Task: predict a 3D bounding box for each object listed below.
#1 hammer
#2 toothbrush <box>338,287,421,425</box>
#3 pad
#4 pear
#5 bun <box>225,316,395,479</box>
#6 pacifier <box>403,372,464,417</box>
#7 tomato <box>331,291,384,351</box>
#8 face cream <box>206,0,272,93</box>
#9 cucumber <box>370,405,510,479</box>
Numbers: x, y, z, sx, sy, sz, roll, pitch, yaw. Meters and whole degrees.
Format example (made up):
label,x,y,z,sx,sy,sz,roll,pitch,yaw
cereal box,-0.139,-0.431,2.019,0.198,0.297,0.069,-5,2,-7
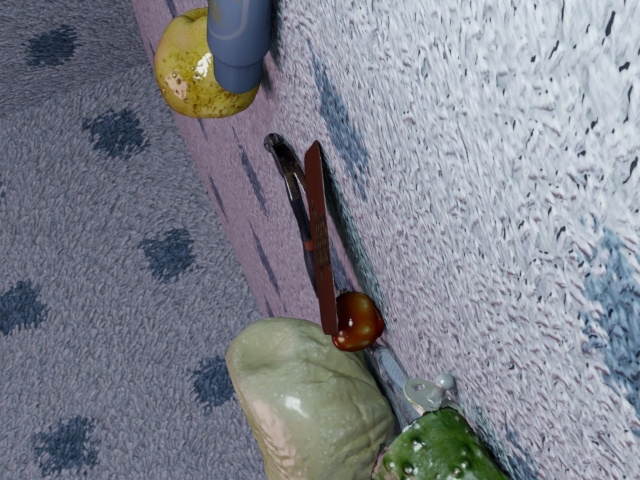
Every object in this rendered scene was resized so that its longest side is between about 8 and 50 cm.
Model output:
label,x,y,z,sx,sy,sz,roll,pitch,yaw
hammer,-0.024,-0.023,1.890,0.137,0.037,0.289,-123,13,-58
toothbrush,0.102,0.190,1.647,0.413,0.035,0.042,-123,16,-53
pad,0.000,0.000,1.645,0.181,0.004,0.267,148,115,-82
pear,-0.171,-0.272,1.801,0.178,0.178,0.178,158,90,-82
bun,-0.007,0.283,1.929,0.352,0.227,0.349,83,163,-53
pacifier,0.140,0.179,1.366,0.083,0.068,0.064,44,127,27
tomato,0.050,0.115,1.657,0.087,0.075,0.087,173,90,-80
face cream,-0.102,-0.307,1.489,0.385,0.086,0.135,102,145,-68
cucumber,0.168,0.302,1.256,0.244,0.134,0.134,48,161,43
